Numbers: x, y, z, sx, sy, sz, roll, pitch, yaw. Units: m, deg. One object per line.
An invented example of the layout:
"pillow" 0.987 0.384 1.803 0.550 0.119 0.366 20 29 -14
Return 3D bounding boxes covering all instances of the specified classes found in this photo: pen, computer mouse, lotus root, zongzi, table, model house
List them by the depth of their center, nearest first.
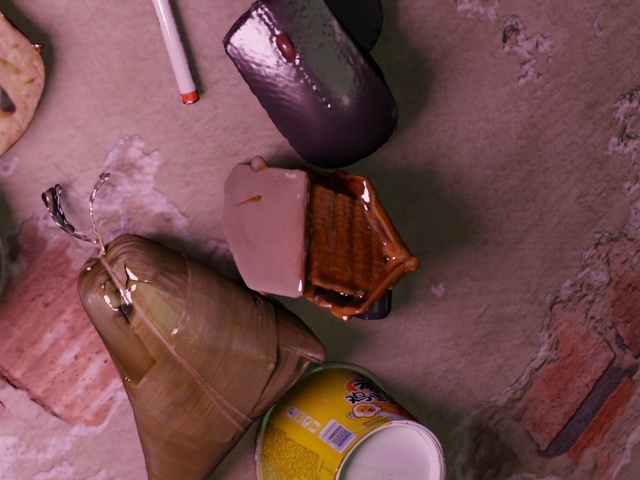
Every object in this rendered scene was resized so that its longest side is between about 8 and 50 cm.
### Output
"lotus root" -0.433 -0.209 1.693 0.170 0.074 0.261 9 97 -33
"pen" -0.206 -0.289 1.834 0.026 0.026 0.218 -26 115 -22
"zongzi" -0.262 0.174 1.853 0.447 0.181 0.418 32 97 -30
"computer mouse" -0.005 -0.219 1.902 0.168 0.087 0.295 -34 122 10
"model house" -0.001 0.000 1.919 0.229 0.199 0.220 18 79 -38
"table" 0.025 -0.323 1.950 0.133 0.043 0.134 -8 107 -28

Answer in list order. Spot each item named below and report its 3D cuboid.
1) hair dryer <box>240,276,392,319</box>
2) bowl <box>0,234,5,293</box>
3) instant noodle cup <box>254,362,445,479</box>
"hair dryer" -0.002 0.068 2.032 0.248 0.070 0.114 -5 106 -25
"bowl" -0.527 0.051 1.618 0.307 0.163 0.307 -10 118 -19
"instant noodle cup" 0.056 0.336 2.059 0.264 0.200 0.265 -8 106 -30
